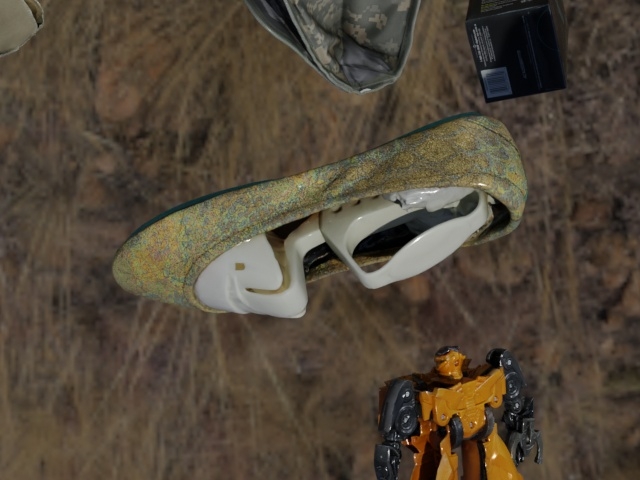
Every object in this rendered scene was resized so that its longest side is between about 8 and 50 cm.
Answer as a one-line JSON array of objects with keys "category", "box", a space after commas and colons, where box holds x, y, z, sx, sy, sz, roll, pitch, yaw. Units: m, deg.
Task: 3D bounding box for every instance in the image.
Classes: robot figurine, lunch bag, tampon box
[{"category": "robot figurine", "box": [0.126, 0.244, 1.177, 0.211, 0.291, 0.085, -10, -172, -38]}, {"category": "lunch bag", "box": [-0.014, -0.286, 1.017, 0.169, 0.235, 0.287, -19, 142, -9]}, {"category": "tampon box", "box": [0.244, -0.266, 1.488, 0.101, 0.161, 0.120, -8, 125, 18]}]

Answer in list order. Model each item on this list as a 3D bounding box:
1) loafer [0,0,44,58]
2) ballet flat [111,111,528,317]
[{"category": "loafer", "box": [-0.406, -0.273, 1.486, 0.092, 0.102, 0.268, -34, -166, 6]}, {"category": "ballet flat", "box": [0.000, 0.000, 0.970, 0.349, 0.123, 0.123, -19, 154, 3]}]
